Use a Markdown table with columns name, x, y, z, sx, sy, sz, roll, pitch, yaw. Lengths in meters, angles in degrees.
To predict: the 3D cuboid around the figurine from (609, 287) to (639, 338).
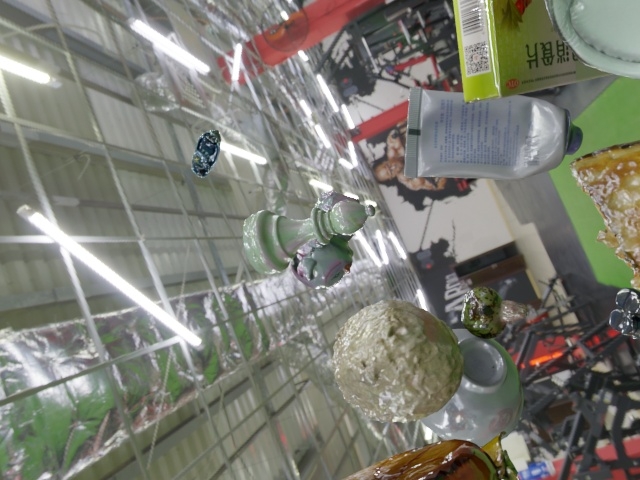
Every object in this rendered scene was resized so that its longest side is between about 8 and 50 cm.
| name | x | y | z | sx | sy | sz | roll | pitch | yaw |
| --- | --- | --- | --- | --- | --- | --- | --- | --- | --- |
| figurine | 0.391 | 0.087 | 0.515 | 0.087 | 0.149 | 0.086 | -118 | 42 | -83 |

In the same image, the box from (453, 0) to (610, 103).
| name | x | y | z | sx | sy | sz | roll | pitch | yaw |
| --- | --- | --- | --- | --- | --- | --- | --- | --- | --- |
| box | 0.292 | -0.291 | 0.654 | 0.062 | 0.260 | 0.175 | 11 | 116 | 58 |

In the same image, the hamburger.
| name | x | y | z | sx | sy | sz | roll | pitch | yaw |
| --- | --- | --- | --- | --- | --- | --- | --- | --- | --- |
| hamburger | 0.076 | 0.267 | 0.417 | 0.261 | 0.243 | 0.139 | 9 | -126 | -61 |

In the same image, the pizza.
| name | x | y | z | sx | sy | sz | roll | pitch | yaw |
| --- | --- | --- | --- | --- | --- | --- | --- | --- | --- |
| pizza | 0.619 | 0.007 | 0.821 | 0.130 | 0.439 | 0.406 | 32 | -107 | -42 |

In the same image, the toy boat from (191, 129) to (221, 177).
| name | x | y | z | sx | sy | sz | roll | pitch | yaw |
| --- | --- | --- | --- | --- | --- | --- | --- | --- | --- |
| toy boat | -0.272 | -0.208 | 1.174 | 0.060 | 0.137 | 0.061 | 34 | -144 | -3 |

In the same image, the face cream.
| name | x | y | z | sx | sy | sz | roll | pitch | yaw |
| --- | --- | --- | --- | --- | --- | --- | --- | --- | --- |
| face cream | 0.427 | -0.261 | 1.231 | 0.137 | 0.420 | 0.235 | 39 | -125 | -84 |

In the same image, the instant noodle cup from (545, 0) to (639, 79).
| name | x | y | z | sx | sy | sz | roll | pitch | yaw |
| --- | --- | --- | --- | --- | --- | --- | --- | --- | --- |
| instant noodle cup | 0.305 | -0.286 | 0.418 | 0.243 | 0.242 | 0.231 | 55 | -135 | -39 |

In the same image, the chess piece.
| name | x | y | z | sx | sy | sz | roll | pitch | yaw |
| --- | --- | --- | --- | --- | --- | --- | --- | --- | --- |
| chess piece | -0.014 | -0.024 | 1.018 | 0.139 | 0.271 | 0.139 | -16 | -90 | -71 |

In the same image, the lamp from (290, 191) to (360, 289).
| name | x | y | z | sx | sy | sz | roll | pitch | yaw |
| --- | --- | --- | --- | --- | --- | --- | --- | --- | --- |
| lamp | 0.000 | 0.000 | 1.562 | 0.247 | 0.247 | 0.301 | 48 | -118 | -74 |

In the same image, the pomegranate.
| name | x | y | z | sx | sy | sz | roll | pitch | yaw |
| --- | --- | --- | --- | --- | --- | --- | --- | --- | --- |
| pomegranate | 0.447 | 0.182 | 1.290 | 0.138 | 0.163 | 0.126 | 60 | -165 | -27 |

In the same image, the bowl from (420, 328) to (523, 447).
| name | x | y | z | sx | sy | sz | roll | pitch | yaw |
| --- | --- | --- | --- | --- | --- | --- | --- | --- | --- |
| bowl | 0.404 | 0.359 | 1.332 | 0.157 | 0.345 | 0.346 | 98 | 164 | -51 |

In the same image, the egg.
| name | x | y | z | sx | sy | sz | roll | pitch | yaw |
| --- | --- | --- | --- | --- | --- | --- | --- | --- | --- |
| egg | 0.166 | 0.263 | 1.082 | 0.279 | 0.310 | 0.279 | 8 | -104 | -34 |
